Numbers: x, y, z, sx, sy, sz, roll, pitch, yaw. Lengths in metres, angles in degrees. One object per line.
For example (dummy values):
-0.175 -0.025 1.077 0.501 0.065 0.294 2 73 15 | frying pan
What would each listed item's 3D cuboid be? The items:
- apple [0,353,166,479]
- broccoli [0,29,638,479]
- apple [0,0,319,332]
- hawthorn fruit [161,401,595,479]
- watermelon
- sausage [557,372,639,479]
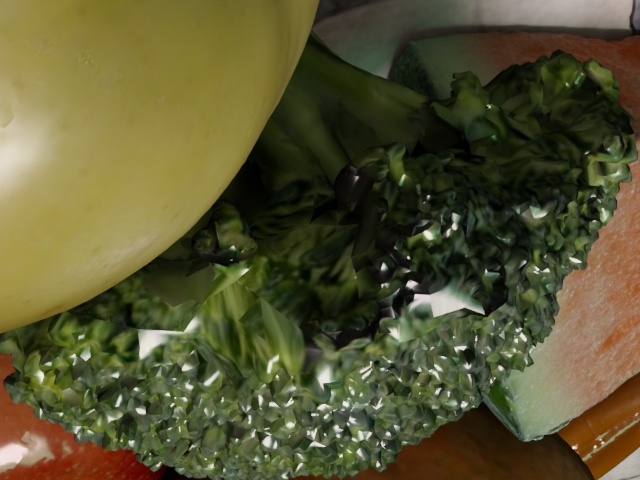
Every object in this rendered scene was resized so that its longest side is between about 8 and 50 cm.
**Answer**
-0.143 0.061 0.689 0.181 0.168 0.181 -15 140 -13 | apple
0.003 0.002 0.569 0.176 0.198 0.226 32 101 0 | broccoli
-0.130 -0.086 0.433 0.262 0.262 0.262 -12 143 -9 | apple
0.005 0.179 0.841 0.268 0.301 0.268 -45 167 -14 | hawthorn fruit
0.167 -0.026 0.768 0.256 0.140 0.193 -18 140 -19 | watermelon
0.196 0.132 1.031 0.183 0.054 0.062 -40 172 22 | sausage
